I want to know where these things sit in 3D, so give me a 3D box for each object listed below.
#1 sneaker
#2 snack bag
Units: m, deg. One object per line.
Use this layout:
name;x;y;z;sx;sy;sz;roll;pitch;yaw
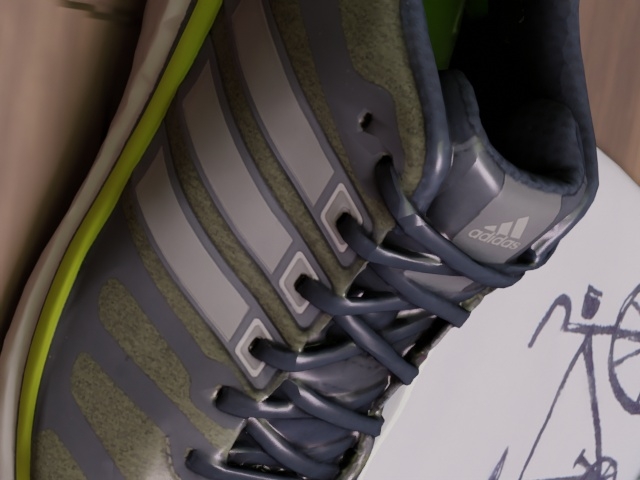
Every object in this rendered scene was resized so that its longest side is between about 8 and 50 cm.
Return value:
sneaker;0.000;0.000;0.409;0.111;0.121;0.300;9;97;-40
snack bag;0.102;0.145;0.594;0.342;0.037;0.323;36;79;-40
